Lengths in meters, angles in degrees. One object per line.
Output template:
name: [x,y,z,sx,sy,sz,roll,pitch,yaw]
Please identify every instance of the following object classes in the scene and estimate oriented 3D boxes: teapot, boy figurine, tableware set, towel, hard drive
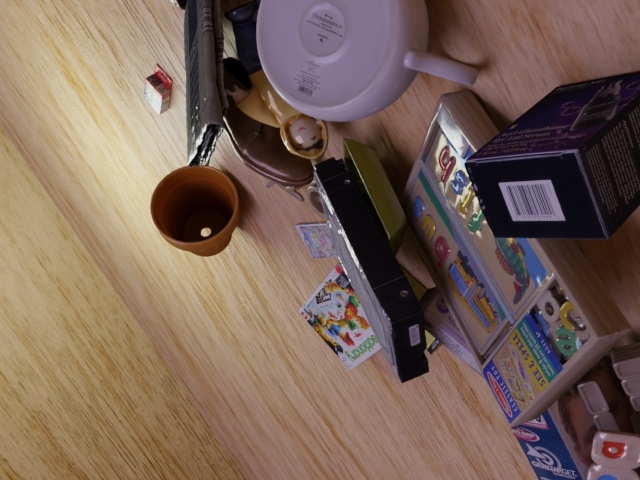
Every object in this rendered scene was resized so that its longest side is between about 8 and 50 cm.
teapot: [0.053,-0.282,0.982,0.253,0.187,0.256,-24,86,32]
boy figurine: [-0.068,-0.258,1.182,0.092,0.177,0.285,-122,11,-69]
tableware set: [-0.039,-0.105,1.440,0.194,0.039,0.128,36,147,26]
towel: [-0.195,-0.305,1.230,0.312,0.056,0.324,158,111,-72]
hard drive: [0.084,0.049,1.208,0.237,0.064,0.339,74,174,-56]

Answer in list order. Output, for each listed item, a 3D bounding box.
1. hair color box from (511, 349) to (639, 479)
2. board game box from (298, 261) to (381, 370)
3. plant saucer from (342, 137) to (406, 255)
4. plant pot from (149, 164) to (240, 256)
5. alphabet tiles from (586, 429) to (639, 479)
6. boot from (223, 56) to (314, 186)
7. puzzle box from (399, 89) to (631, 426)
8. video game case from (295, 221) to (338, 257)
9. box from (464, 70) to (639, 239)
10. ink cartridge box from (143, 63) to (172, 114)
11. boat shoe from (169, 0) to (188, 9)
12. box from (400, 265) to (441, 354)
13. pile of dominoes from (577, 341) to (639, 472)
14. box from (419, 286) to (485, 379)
hair color box: [0.432,0.333,1.128,0.105,0.174,0.347,-6,118,58]
board game box: [0.069,0.166,1.574,0.193,0.053,0.305,47,150,7]
plant saucer: [0.096,-0.066,1.204,0.188,0.045,0.188,79,168,-72]
plant pot: [-0.289,-0.051,1.715,0.205,0.205,0.188,42,165,16]
alphabet tiles: [0.524,0.355,1.007,0.278,0.021,0.284,4,112,12]
boot: [-0.119,-0.228,1.361,0.305,0.112,0.115,46,140,14]
puzzle box: [0.240,0.025,1.004,0.272,0.052,0.409,104,148,-53]
video game case: [0.000,0.000,1.531,0.122,0.011,0.087,-1,122,55]
box: [0.296,-0.098,0.808,0.153,0.207,0.108,0,123,53]
ink cartridge box: [-0.381,-0.352,1.655,0.063,0.029,0.115,47,151,8]
boat shoe: [-0.252,-0.487,1.300,0.059,0.063,0.170,47,160,3]
box: [0.159,0.112,1.385,0.232,0.058,0.087,42,149,16]
pile of dominoes: [0.509,0.258,1.029,0.196,0.040,0.251,-23,107,26]
box: [0.298,0.203,1.205,0.324,0.067,0.063,41,162,-5]
